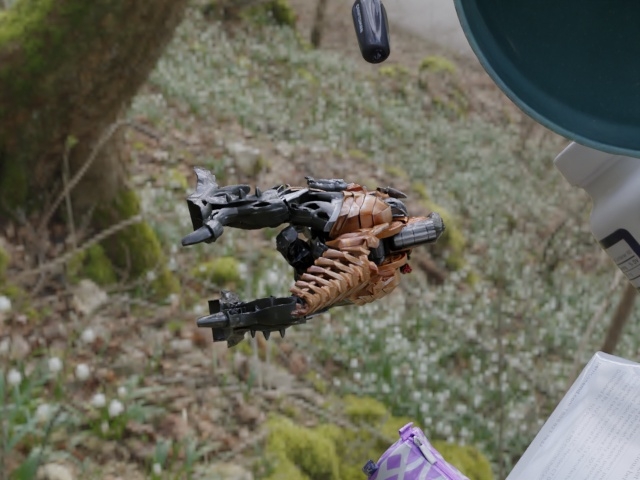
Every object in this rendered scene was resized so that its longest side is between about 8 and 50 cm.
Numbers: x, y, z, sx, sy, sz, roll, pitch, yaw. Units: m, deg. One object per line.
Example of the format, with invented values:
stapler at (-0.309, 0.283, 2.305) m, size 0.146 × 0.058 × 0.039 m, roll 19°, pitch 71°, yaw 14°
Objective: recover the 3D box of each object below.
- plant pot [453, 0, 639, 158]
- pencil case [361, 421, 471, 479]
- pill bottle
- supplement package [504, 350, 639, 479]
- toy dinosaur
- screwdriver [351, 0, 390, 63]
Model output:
plant pot at (0.242, -0.230, 0.794) m, size 0.293 × 0.293 × 0.196 m, roll 4°, pitch 32°, yaw 9°
pencil case at (0.146, 0.283, 1.220) m, size 0.206 × 0.088 × 0.086 m, roll 40°, pitch 34°, yaw 12°
pill bottle at (0.339, -0.009, 1.032) m, size 0.264 × 0.153 × 0.153 m, roll 52°, pitch 46°, yaw 5°
supplement package at (0.209, 0.166, 0.514) m, size 0.134 × 0.139 × 0.244 m, roll -51°, pitch 33°, yaw -16°
toy dinosaur at (0.000, 0.000, 1.013) m, size 0.218 × 0.164 × 0.322 m, roll -7°, pitch -9°, yaw 8°
screwdriver at (0.028, -0.188, 0.790) m, size 0.024 × 0.025 × 0.170 m, roll -1°, pitch 58°, yaw -9°
